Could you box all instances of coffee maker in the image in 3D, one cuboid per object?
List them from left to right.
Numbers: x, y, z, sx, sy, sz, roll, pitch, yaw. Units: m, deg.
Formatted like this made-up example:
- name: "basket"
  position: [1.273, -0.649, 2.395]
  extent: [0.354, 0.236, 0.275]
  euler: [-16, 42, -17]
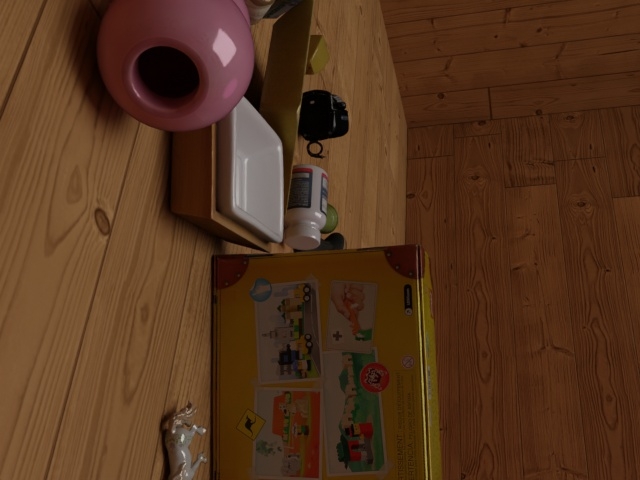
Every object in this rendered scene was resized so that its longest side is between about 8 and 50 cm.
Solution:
- name: "coffee maker"
  position: [0.002, -0.311, 2.082]
  extent: [0.178, 0.120, 0.171]
  euler: [-20, 129, -75]

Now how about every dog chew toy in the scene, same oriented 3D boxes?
- name: "dog chew toy"
  position: [-0.189, -0.292, 1.099]
  extent: [0.332, 0.207, 0.206]
  euler: [-89, 168, -56]

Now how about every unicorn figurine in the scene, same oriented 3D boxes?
- name: "unicorn figurine"
  position: [-0.201, 0.331, 1.162]
  extent: [0.111, 0.060, 0.162]
  euler: [-21, 90, -75]

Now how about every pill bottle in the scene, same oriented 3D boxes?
- name: "pill bottle"
  position: [-0.039, -0.076, 1.812]
  extent: [0.108, 0.108, 0.180]
  euler: [60, 29, -61]

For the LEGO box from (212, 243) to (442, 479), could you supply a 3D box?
- name: "LEGO box"
  position: [0.014, 0.271, 1.377]
  extent: [0.193, 0.372, 0.500]
  euler: [36, 52, -73]

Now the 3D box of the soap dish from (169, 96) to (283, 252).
- name: "soap dish"
  position: [-0.154, -0.114, 1.329]
  extent: [0.291, 0.118, 0.229]
  euler: [38, 50, -72]

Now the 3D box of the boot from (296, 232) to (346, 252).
- name: "boot"
  position: [0.000, 0.000, 1.969]
  extent: [0.198, 0.077, 0.137]
  euler: [-56, 137, -49]

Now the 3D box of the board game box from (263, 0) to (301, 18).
- name: "board game box"
  position: [-0.068, -0.586, 1.601]
  extent: [0.305, 0.053, 0.193]
  euler: [-177, -99, -67]

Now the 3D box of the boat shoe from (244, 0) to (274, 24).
- name: "boat shoe"
  position: [-0.180, -0.481, 1.244]
  extent: [0.109, 0.098, 0.302]
  euler: [-38, 91, -28]

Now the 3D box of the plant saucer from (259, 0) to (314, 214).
- name: "plant saucer"
  position: [-0.079, -0.277, 1.610]
  extent: [0.332, 0.081, 0.333]
  euler: [101, -4, -56]

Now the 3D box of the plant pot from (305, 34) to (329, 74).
- name: "plant pot"
  position: [-0.032, -0.474, 2.022]
  extent: [0.081, 0.081, 0.083]
  euler: [70, 31, -49]

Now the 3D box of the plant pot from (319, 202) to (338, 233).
- name: "plant pot"
  position: [-0.006, -0.053, 2.023]
  extent: [0.079, 0.083, 0.083]
  euler: [-17, 103, -64]
